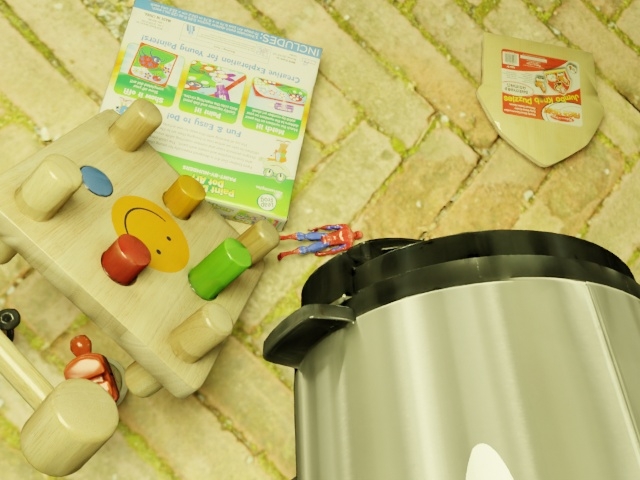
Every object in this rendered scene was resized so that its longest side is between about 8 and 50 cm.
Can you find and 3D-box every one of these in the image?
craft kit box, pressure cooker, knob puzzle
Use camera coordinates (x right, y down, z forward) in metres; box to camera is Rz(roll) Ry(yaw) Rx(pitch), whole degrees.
[{"bbox_3d":[-0.140,-0.158,0.904,0.249,0.061,0.247,14,67,-7],"label":"craft kit box"},{"bbox_3d":[0.160,0.190,0.670,0.375,0.370,0.421,-12,54,11],"label":"pressure cooker"},{"bbox_3d":[0.307,-0.190,1.022,0.213,0.030,0.213,4,71,-12],"label":"knob puzzle"}]

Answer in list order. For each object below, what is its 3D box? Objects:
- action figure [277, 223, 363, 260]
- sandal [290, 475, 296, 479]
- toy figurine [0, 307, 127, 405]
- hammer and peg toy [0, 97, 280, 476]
[{"bbox_3d":[0.000,0.000,0.895,0.115,0.030,0.038,-9,80,-20],"label":"action figure"},{"bbox_3d":[0.012,0.369,0.739,0.097,0.054,0.255,6,66,-48],"label":"sandal"},{"bbox_3d":[-0.314,0.177,0.714,0.212,0.148,0.210,23,75,-6],"label":"toy figurine"},{"bbox_3d":[-0.190,0.016,0.675,0.266,0.127,0.361,46,26,-11],"label":"hammer and peg toy"}]
